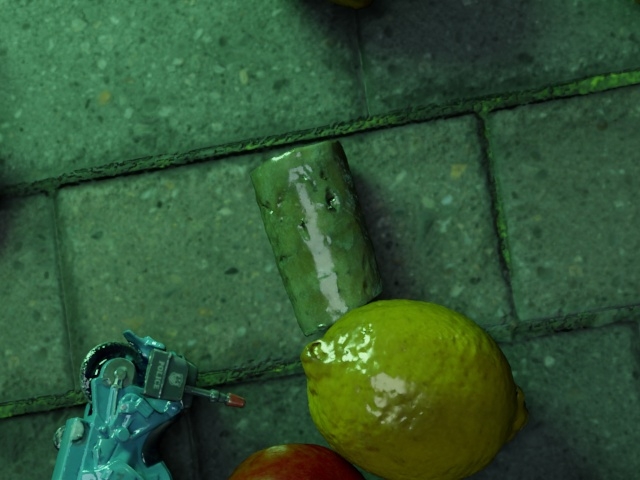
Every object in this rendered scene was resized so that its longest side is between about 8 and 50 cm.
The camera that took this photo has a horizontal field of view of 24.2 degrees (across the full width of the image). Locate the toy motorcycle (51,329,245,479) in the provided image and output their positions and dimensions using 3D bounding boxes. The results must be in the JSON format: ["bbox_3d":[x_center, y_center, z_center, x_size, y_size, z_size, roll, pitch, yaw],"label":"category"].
[{"bbox_3d":[-0.191,0.238,1.587,0.182,0.123,0.272,18,74,-22],"label":"toy motorcycle"}]

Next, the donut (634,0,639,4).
[{"bbox_3d":[0.405,-0.413,1.552,0.382,0.142,0.383,-1,84,10],"label":"donut"}]

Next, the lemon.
[{"bbox_3d":[0.094,0.155,1.514,0.256,0.188,0.188,20,87,-16],"label":"lemon"}]

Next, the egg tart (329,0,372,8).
[{"bbox_3d":[0.010,-0.347,1.595,0.171,0.215,0.215,30,89,-3],"label":"egg tart"}]

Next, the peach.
[{"bbox_3d":[-0.018,0.299,1.517,0.197,0.197,0.197,-1,83,10],"label":"peach"}]

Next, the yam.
[{"bbox_3d":[0.000,0.000,1.598,0.107,0.107,0.194,-18,81,8],"label":"yam"}]
